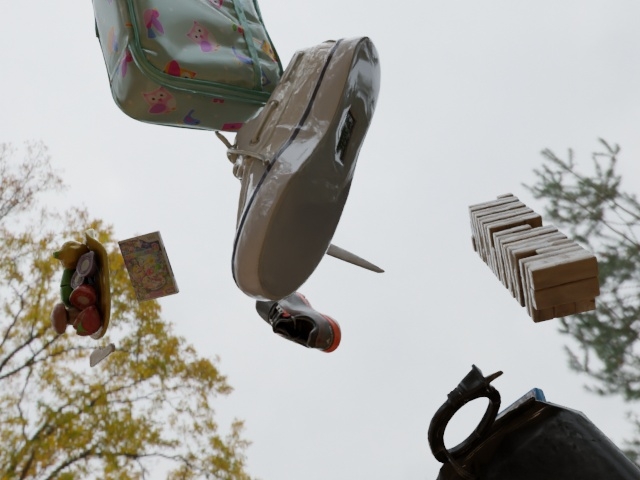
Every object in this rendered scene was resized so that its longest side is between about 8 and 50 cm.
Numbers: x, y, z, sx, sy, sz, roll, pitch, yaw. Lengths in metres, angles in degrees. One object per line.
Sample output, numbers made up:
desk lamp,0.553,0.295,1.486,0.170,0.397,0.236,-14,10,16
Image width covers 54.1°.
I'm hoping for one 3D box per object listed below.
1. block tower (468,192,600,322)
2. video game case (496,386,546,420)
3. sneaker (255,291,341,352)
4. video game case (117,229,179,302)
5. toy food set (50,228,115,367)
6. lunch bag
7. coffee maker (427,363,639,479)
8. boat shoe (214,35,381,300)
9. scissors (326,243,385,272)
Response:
block tower,0.322,0.017,0.996,0.097,0.335,0.091,-13,-71,3
video game case,0.246,0.277,0.746,0.015,0.166,0.119,19,-50,-23
sneaker,-0.044,0.102,0.840,0.065,0.158,0.061,9,-83,-47
video game case,-0.318,0.049,1.157,0.087,0.011,0.122,-14,-81,16
toy food set,-0.384,0.089,0.987,0.071,0.218,0.128,0,-14,-38
lunch bag,-0.170,-0.280,0.817,0.224,0.279,0.108,0,-27,-37
coffee maker,0.134,0.171,0.277,0.171,0.178,0.120,31,-81,-35
boat shoe,-0.053,-0.100,0.740,0.156,0.367,0.136,5,-29,27
scissors,0.000,0.000,1.139,0.109,0.297,0.021,-60,-40,-32
